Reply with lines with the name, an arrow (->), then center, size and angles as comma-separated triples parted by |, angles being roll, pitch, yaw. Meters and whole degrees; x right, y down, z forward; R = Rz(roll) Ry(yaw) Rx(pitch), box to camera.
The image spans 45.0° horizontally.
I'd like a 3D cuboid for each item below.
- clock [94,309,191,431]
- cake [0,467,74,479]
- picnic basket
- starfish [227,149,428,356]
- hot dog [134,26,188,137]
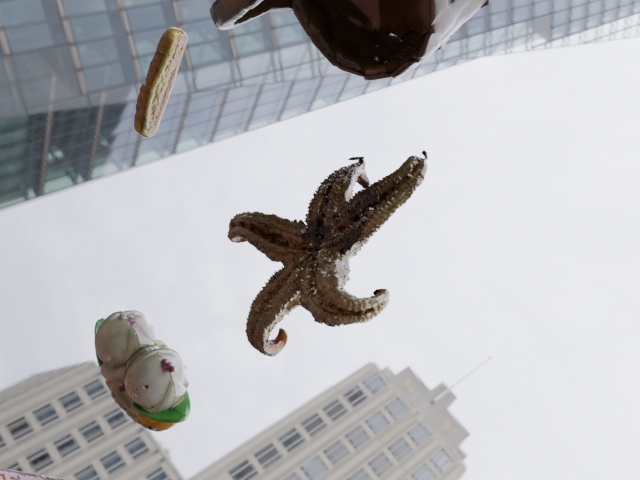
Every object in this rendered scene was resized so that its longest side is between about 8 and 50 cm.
clock -> -0.274, 0.193, 1.185 | 0.231, 0.103, 0.144 | 37, -47, 28
cake -> -0.425, 0.499, 1.142 | 0.230, 0.309, 0.237 | -50, -124, 2
picnic basket -> 0.007, -0.338, 0.927 | 0.293, 0.337, 0.337 | -9, -78, 56
starfish -> 0.001, 0.000, 1.016 | 0.312, 0.303, 0.113 | -8, -37, 41
hot dog -> -0.305, -0.295, 1.437 | 0.047, 0.066, 0.216 | 30, -66, 14
